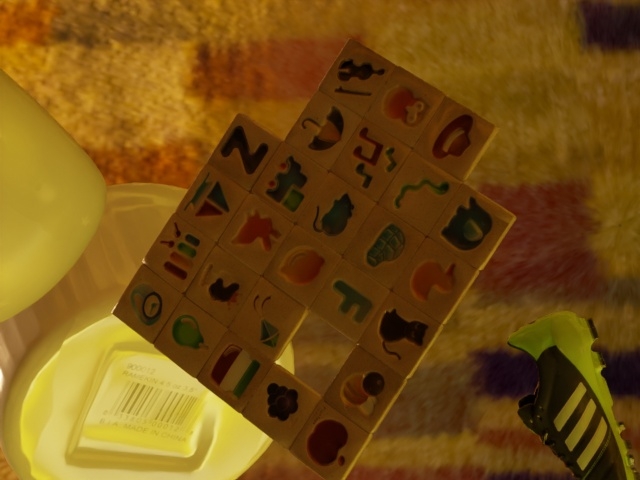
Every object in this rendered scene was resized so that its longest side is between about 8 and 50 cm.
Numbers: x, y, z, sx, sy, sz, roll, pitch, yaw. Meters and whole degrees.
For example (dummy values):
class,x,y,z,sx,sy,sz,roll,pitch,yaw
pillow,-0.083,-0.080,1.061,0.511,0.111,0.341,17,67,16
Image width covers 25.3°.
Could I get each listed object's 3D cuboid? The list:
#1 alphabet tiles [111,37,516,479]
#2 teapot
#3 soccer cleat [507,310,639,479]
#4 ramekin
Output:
class,x,y,z,sx,sy,sz,roll,pitch,yaw
alphabet tiles,0.000,0.000,0.892,0.198,0.009,0.237,35,94,25
teapot,-0.253,-0.025,0.766,0.252,0.256,0.187,28,75,40
soccer cleat,0.188,0.140,1.055,0.072,0.060,0.178,-17,93,9
ramekin,-0.154,0.103,1.195,0.277,0.277,0.135,-42,39,9
